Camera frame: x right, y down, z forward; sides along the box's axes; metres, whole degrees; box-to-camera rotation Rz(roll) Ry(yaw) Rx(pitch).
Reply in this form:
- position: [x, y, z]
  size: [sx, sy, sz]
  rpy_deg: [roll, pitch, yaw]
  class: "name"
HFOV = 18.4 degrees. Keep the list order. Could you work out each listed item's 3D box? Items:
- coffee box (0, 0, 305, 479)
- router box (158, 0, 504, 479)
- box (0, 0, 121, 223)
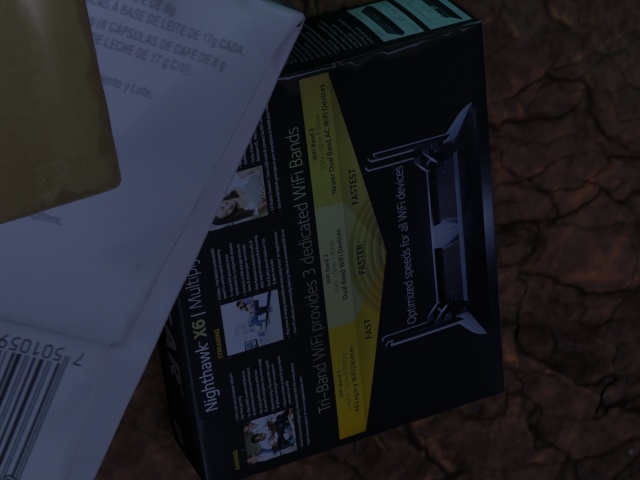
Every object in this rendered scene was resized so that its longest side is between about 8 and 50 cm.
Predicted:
- position: [-0.274, -0.069, 1.074]
  size: [0.337, 0.334, 0.338]
  rpy_deg: [18, 104, -30]
  class: "coffee box"
- position: [0.000, 0.000, 1.394]
  size: [0.242, 0.081, 0.309]
  rpy_deg: [-16, 121, -18]
  class: "router box"
- position: [-0.185, -0.093, 0.890]
  size: [0.164, 0.021, 0.201]
  rpy_deg: [-18, 119, -17]
  class: "box"
